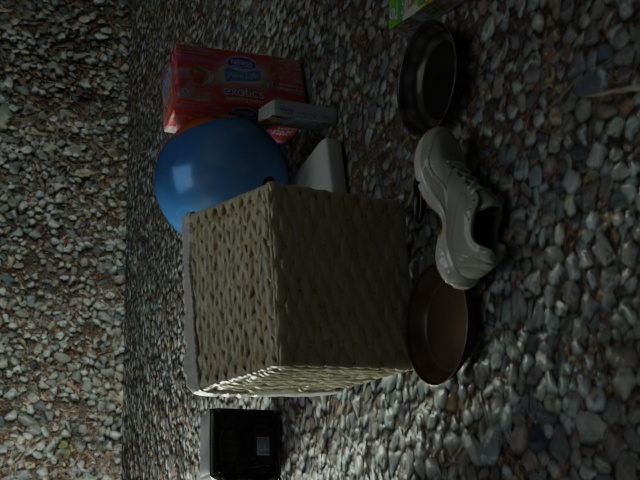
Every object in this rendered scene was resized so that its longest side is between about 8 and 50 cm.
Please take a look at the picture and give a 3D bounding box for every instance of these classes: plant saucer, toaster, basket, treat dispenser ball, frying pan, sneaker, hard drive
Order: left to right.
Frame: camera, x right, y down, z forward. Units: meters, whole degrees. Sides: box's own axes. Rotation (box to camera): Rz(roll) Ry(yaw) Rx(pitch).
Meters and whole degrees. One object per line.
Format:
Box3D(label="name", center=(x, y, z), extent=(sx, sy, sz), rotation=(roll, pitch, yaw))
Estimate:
Box3D(label="treat dispenser ball", center=(-0.212, -0.127, 2.210), extent=(0.288, 0.288, 0.288), rotation=(-175, 90, -67))
Box3D(label="toaster", center=(-0.176, 0.468, 2.290), extent=(0.110, 0.168, 0.185), rotation=(137, 134, -61))
Box3D(label="basket", center=(-0.037, 0.096, 1.776), extent=(0.266, 0.328, 0.331), rotation=(-20, 69, 50))
Box3D(label="hard drive", center=(0.000, 0.000, 2.116), extent=(0.233, 0.047, 0.353), rotation=(133, 136, -56))
Box3D(label="frying pan", center=(0.194, -0.213, 1.698), extent=(0.197, 0.053, 0.326), rotation=(131, 136, -54))
Box3D(label="plant saucer", center=(0.197, 0.133, 1.644), extent=(0.198, 0.036, 0.198), rotation=(-176, 90, -67))
Box3D(label="sneaker", center=(0.226, -0.065, 1.563), extent=(0.121, 0.099, 0.262), rotation=(-36, 60, 51))

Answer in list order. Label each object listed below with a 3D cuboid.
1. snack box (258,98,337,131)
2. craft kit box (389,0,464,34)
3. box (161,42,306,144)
Box3D(label="snack box", center=(-0.049, -0.262, 2.157), extent=(0.100, 0.141, 0.037), rotation=(173, 101, -66))
Box3D(label="craft kit box", center=(0.194, -0.508, 1.753), extent=(0.246, 0.061, 0.250), rotation=(-14, 72, 63))
Box3D(label="box", center=(-0.195, -0.327, 2.311), extent=(0.142, 0.300, 0.154), rotation=(127, 142, -55))
